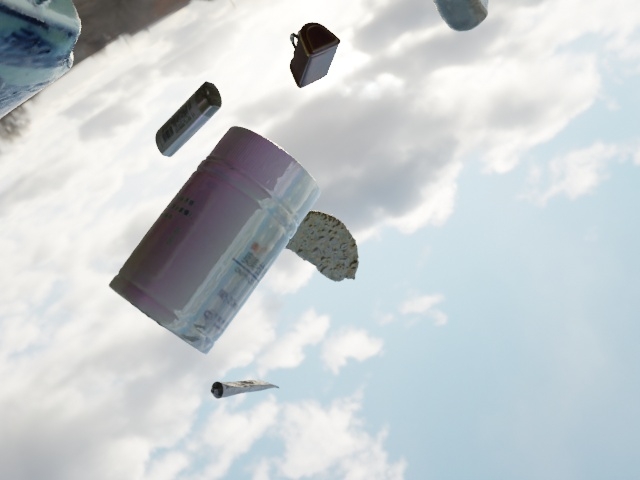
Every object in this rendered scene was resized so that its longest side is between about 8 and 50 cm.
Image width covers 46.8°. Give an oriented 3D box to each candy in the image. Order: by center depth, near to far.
[{"bbox_3d":[0.285,-0.547,1.561,0.102,0.234,0.104,-1,-110,31],"label":"candy"}]

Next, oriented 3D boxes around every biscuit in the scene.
[{"bbox_3d":[-0.001,-0.001,1.851,0.141,0.289,0.038,-53,-153,5],"label":"biscuit"}]

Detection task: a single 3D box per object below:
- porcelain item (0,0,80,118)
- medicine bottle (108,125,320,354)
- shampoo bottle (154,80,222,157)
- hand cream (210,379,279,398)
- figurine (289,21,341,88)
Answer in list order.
[{"bbox_3d":[-0.404,-0.202,0.721,0.285,0.157,0.281,-30,174,12],"label":"porcelain item"},{"bbox_3d":[-0.128,-0.002,0.927,0.254,0.152,0.152,-54,-152,-11],"label":"medicine bottle"},{"bbox_3d":[-0.336,-0.304,1.871,0.227,0.055,0.086,-36,-121,35],"label":"shampoo bottle"},{"bbox_3d":[-0.087,0.164,0.832,0.030,0.019,0.093,6,-178,38],"label":"hand cream"},{"bbox_3d":[-0.031,-0.391,1.550,0.082,0.098,0.154,-34,170,-25],"label":"figurine"}]
